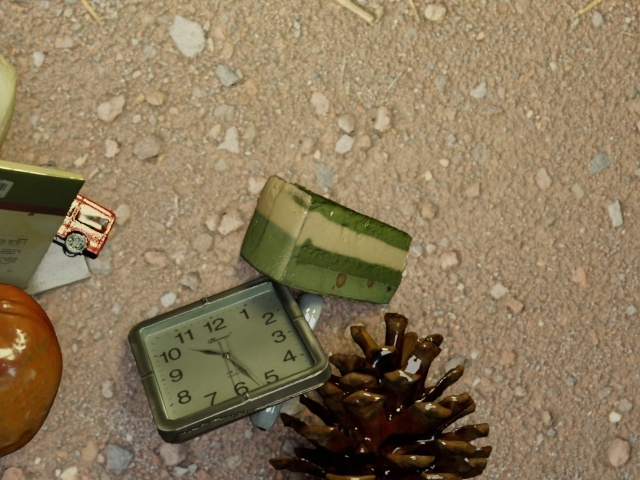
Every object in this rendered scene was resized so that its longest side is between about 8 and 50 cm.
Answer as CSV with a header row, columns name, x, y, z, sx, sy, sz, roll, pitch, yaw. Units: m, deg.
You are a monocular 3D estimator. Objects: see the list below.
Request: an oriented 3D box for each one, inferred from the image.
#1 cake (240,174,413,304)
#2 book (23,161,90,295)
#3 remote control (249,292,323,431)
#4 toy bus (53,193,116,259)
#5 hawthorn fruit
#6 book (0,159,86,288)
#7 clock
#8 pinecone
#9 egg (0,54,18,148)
name,x,y,z,sx,sy,sz,roll,pitch,yaw
cake,0.005,0.002,1.685,0.283,0.172,0.158,18,96,-45
book,-0.462,-0.013,1.598,0.138,0.016,0.199,-17,95,-11
remote control,-0.059,0.198,1.659,0.047,0.087,0.244,23,87,-13
toy bus,-0.423,-0.044,1.559,0.195,0.081,0.089,28,75,-13
hawthorn fruit,-0.513,0.216,1.484,0.277,0.277,0.298,-5,126,-12
book,-0.478,-0.020,1.436,0.201,0.289,0.026,7,52,-34
clock,-0.145,0.182,1.558,0.273,0.279,0.049,-20,126,-10
pinecone,0.092,0.297,1.581,0.384,0.384,0.384,0,92,-12
egg,-0.585,-0.194,1.471,0.337,0.201,0.337,0,90,15
